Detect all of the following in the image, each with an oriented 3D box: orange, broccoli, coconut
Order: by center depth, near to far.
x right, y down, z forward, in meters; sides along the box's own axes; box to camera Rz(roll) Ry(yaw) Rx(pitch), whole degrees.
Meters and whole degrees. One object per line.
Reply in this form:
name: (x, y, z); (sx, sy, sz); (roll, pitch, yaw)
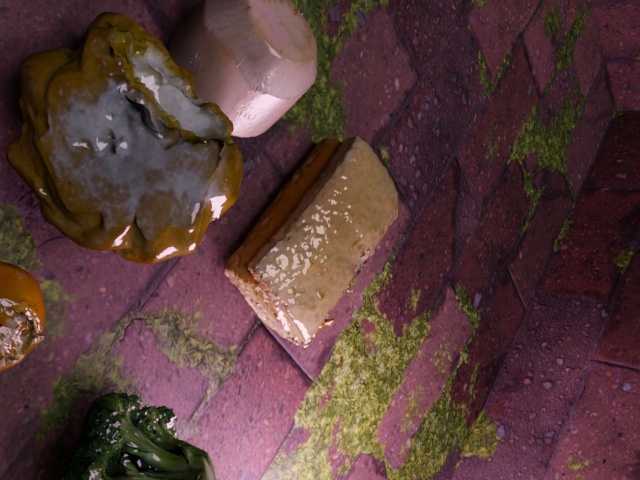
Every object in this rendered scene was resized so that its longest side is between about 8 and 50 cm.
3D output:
orange: (-0.428, 0.097, 0.857); (0.154, 0.134, 0.155); (-3, 94, -43)
broccoli: (-0.273, 0.377, 0.998); (0.245, 0.294, 0.265); (-12, 145, -11)
coconut: (-0.127, -0.286, 1.086); (0.241, 0.241, 0.241); (-11, 105, -48)

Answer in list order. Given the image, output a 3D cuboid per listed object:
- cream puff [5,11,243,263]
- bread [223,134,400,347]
cream puff: (-0.265, -0.123, 0.937); (0.274, 0.270, 0.323); (-41, 97, 2)
bread: (0.000, 0.000, 1.308); (0.375, 0.165, 0.236); (-54, 128, -28)
